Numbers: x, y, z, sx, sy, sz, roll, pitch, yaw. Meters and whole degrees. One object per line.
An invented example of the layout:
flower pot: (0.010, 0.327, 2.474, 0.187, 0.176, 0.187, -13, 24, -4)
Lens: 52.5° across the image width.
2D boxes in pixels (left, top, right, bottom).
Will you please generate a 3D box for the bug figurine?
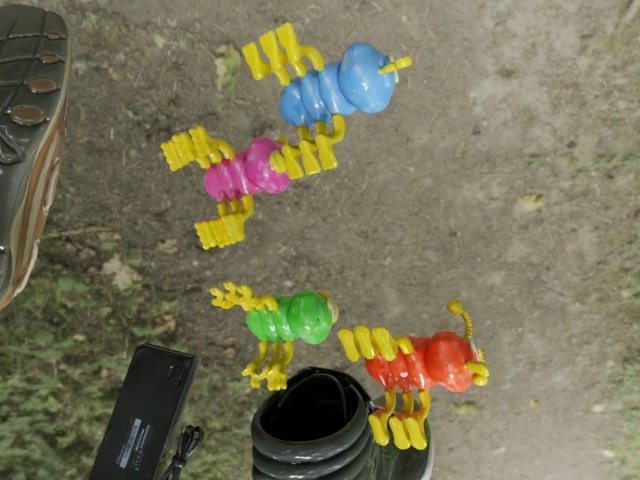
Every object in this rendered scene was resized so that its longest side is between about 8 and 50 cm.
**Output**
bug figurine: (0.000, 0.000, 0.454, 0.216, 0.278, 0.072, -6, -163, 41)

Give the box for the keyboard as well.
keyboard: (-0.153, 0.187, 0.582, 0.108, 0.180, 0.023, 6, 162, 34)

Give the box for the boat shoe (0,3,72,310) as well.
boat shoe: (-0.327, -0.074, 0.659, 0.123, 0.323, 0.120, 14, 171, -3)

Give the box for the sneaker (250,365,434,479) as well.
sneaker: (0.035, 0.170, 0.588, 0.105, 0.146, 0.296, 8, -163, 27)
